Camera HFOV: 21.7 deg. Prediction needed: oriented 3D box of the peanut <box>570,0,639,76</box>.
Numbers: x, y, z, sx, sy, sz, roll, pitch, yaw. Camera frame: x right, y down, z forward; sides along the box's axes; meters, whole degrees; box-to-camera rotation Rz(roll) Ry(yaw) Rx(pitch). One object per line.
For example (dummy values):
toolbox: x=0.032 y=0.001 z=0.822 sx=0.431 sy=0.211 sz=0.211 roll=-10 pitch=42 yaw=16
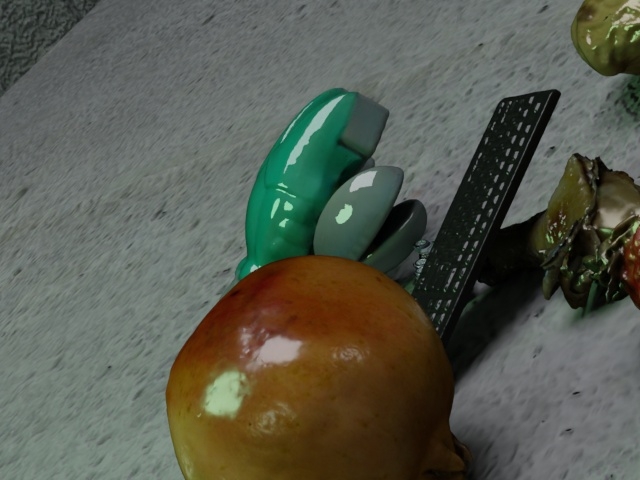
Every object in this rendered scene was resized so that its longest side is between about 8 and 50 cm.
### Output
peanut: x=0.328 y=-0.216 z=1.479 sx=0.233 sy=0.110 sz=0.197 roll=-38 pitch=10 yaw=-6

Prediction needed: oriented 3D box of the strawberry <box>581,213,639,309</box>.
strawberry: x=0.297 y=-0.005 z=1.097 sx=0.236 sy=0.106 sz=0.175 roll=-32 pitch=-16 yaw=5

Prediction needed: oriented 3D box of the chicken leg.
chicken leg: x=0.190 y=-0.008 z=1.295 sx=0.125 sy=0.080 sz=0.196 roll=-48 pitch=20 yaw=-8

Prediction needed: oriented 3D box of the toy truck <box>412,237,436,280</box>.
toy truck: x=0.103 y=0.027 z=1.404 sx=0.044 sy=0.039 sz=0.083 roll=-13 pitch=25 yaw=8

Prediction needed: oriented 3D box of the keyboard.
keyboard: x=0.137 y=-0.040 z=1.321 sx=0.381 sy=0.041 sz=0.103 roll=-59 pitch=19 yaw=-13

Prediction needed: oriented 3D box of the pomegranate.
pomegranate: x=-0.004 y=0.111 z=1.135 sx=0.209 sy=0.209 sz=0.209 roll=-30 pitch=21 yaw=13

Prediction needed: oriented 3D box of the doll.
doll: x=-0.002 y=-0.010 z=1.519 sx=0.258 sy=0.153 sz=0.195 roll=-53 pitch=22 yaw=27
